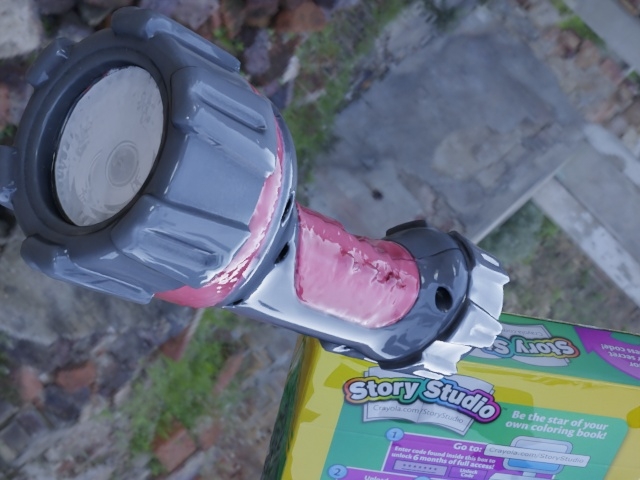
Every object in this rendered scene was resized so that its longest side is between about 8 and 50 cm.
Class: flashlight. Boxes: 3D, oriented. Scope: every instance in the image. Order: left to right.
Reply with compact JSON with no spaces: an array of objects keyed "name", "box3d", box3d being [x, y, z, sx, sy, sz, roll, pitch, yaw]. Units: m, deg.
[{"name":"flashlight","box3d":[0.000,0.000,0.455,0.304,0.103,0.103,23,83,-53]}]

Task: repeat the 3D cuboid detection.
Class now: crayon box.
[{"name":"crayon box","box3d":[0.135,0.221,1.014,0.106,0.363,0.313,-97,-161,-59]}]
